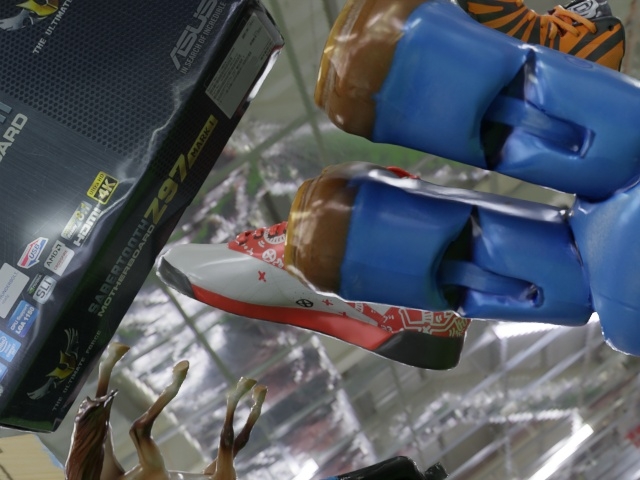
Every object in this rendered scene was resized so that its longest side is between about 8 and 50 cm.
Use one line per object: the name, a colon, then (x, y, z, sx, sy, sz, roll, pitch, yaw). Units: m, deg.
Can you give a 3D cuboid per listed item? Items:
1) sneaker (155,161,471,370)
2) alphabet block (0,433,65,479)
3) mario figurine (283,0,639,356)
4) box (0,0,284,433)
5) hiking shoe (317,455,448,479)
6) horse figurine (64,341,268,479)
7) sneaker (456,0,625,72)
sneaker: (0.001, 0.000, 0.856, 0.090, 0.270, 0.145, -9, -67, -70)
alphabet block: (-0.397, 0.355, 1.208, 0.197, 0.193, 0.192, -1, -74, -37)
mario figurine: (0.159, -0.001, 0.381, 0.198, 0.321, 0.170, 92, -161, -62)
box: (-0.154, -0.049, 0.526, 0.232, 0.183, 0.059, -59, -22, -6)
hiking shoe: (-0.018, 0.180, 0.513, 0.132, 0.113, 0.304, -43, -3, 14)
horse figurine: (-0.112, 0.181, 0.808, 0.263, 0.066, 0.174, 28, -108, -51)
sneaker: (0.236, -0.261, 1.222, 0.180, 0.124, 0.321, -33, -59, 5)
